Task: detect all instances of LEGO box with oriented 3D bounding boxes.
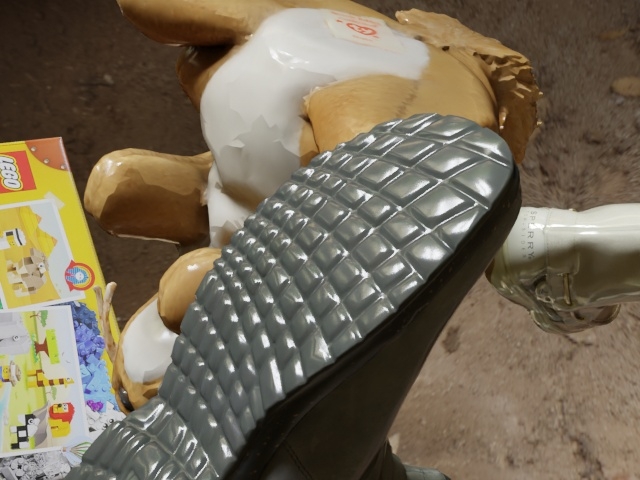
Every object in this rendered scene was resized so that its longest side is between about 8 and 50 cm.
[{"bbox_3d":[-0.494,0.133,1.409,0.193,0.372,0.500,-46,60,54],"label":"LEGO box"}]

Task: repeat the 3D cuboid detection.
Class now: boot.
[{"bbox_3d":[0.226,0.021,0.709,0.165,0.213,0.077,-5,73,32],"label":"boot"},{"bbox_3d":[0.010,0.078,0.404,0.246,0.161,0.083,-50,45,3],"label":"boot"}]

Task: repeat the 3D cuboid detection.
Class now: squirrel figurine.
[{"bbox_3d":[0.000,0.000,0.821,0.281,0.397,0.370,35,122,28],"label":"squirrel figurine"}]
